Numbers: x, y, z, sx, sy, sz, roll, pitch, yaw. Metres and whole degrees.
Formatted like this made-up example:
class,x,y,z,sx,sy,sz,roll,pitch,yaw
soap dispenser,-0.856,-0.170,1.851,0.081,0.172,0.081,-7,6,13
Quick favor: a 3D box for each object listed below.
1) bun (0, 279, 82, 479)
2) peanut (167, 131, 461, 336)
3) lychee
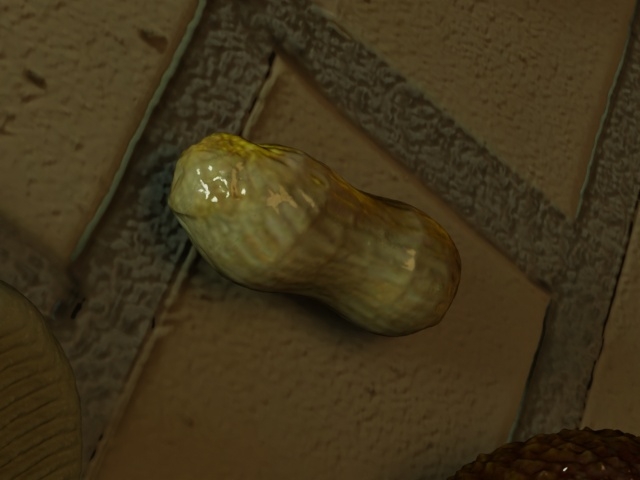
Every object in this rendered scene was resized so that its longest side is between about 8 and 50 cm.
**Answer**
class,x,y,z,sx,sy,sz,roll,pitch,yaw
bun,-0.194,0.096,0.806,0.173,0.113,0.166,25,64,-60
peanut,0.000,0.000,1.025,0.207,0.087,0.087,24,62,-35
lychee,0.156,0.203,1.038,0.194,0.194,0.194,14,68,-38
